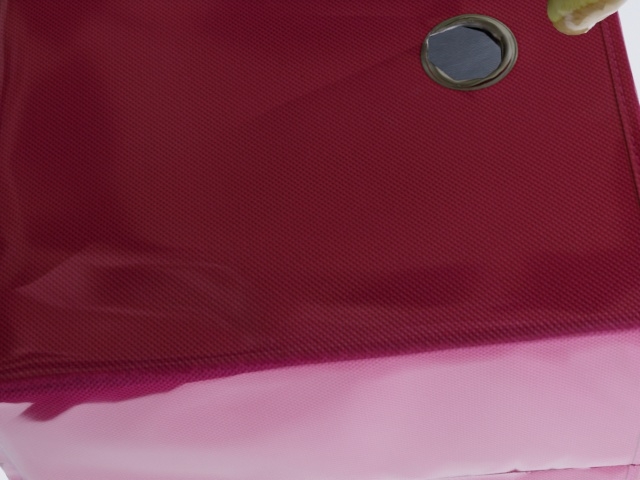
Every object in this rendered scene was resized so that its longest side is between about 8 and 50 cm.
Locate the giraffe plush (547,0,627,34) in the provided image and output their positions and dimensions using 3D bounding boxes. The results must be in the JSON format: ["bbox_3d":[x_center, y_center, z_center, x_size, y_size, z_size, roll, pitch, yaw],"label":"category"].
[{"bbox_3d":[0.143,-0.115,0.355,0.210,0.181,0.170,10,-159,27],"label":"giraffe plush"}]

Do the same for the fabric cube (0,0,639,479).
[{"bbox_3d":[0.000,0.000,0.632,0.258,0.259,0.254,-6,-122,3],"label":"fabric cube"}]
